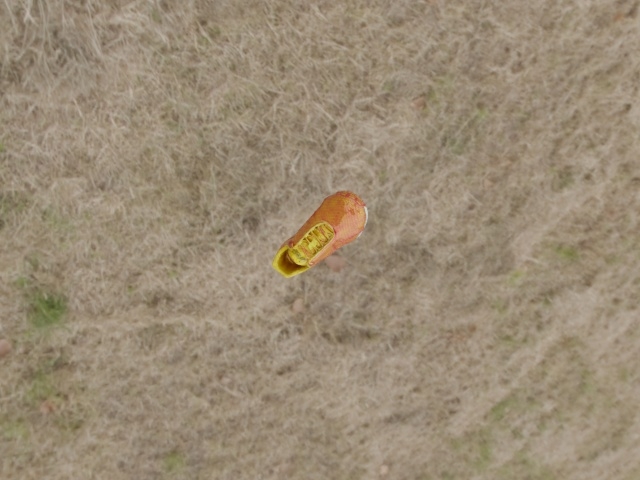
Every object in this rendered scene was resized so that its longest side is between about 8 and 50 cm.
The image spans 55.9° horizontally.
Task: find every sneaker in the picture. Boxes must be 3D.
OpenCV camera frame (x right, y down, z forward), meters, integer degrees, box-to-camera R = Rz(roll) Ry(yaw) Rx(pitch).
[{"bbox_3d":[0.000,0.000,0.734,0.067,0.064,0.175,-51,-177,-40],"label":"sneaker"}]
